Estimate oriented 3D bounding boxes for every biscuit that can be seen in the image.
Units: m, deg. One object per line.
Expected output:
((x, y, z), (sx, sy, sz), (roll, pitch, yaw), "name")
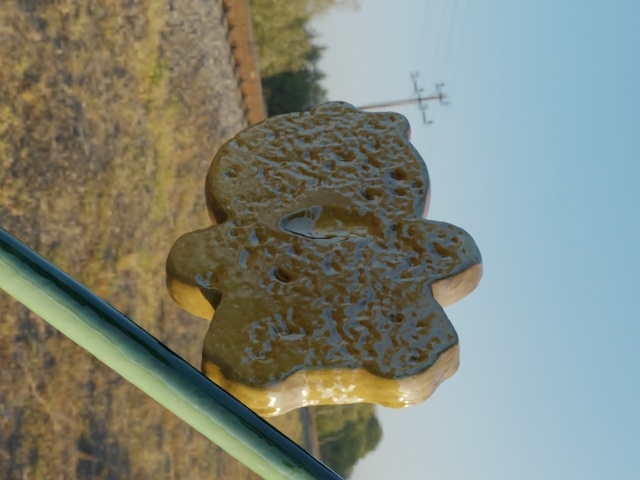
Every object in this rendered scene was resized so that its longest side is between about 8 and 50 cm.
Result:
((0.000, 0.000, 0.517), (0.225, 0.166, 0.036), (-99, -174, -46), "biscuit")

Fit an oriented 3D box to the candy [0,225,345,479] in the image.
((-0.106, 0.004, 0.308), (0.440, 0.119, 0.119), (41, 14, -17), "candy")
